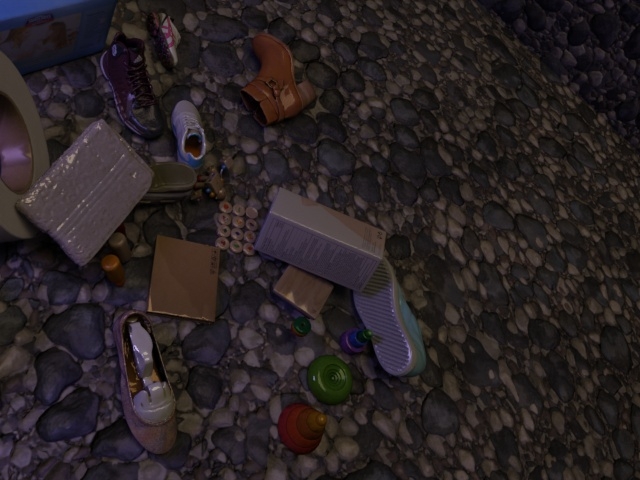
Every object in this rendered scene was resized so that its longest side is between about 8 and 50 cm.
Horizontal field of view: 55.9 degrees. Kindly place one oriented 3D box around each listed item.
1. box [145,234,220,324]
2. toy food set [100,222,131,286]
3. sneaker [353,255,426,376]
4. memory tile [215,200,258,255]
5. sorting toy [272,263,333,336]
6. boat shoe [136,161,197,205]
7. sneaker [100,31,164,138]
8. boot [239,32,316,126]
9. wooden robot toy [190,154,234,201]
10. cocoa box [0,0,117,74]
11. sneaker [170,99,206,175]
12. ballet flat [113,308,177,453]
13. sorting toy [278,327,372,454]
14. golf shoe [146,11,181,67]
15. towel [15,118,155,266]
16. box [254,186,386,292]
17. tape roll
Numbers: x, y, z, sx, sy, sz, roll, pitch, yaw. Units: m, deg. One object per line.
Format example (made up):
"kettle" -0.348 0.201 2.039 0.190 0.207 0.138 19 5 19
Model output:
"box" -0.328 0.093 1.457 0.164 0.021 0.201 13 60 -24
"toy food set" -0.508 -0.008 1.379 0.232 0.104 0.111 39 64 16
"sneaker" 0.193 0.208 1.663 0.150 0.135 0.366 30 41 -52
"memory tile" -0.219 -0.032 1.594 0.113 0.012 0.148 14 59 -24
"sorting toy" -0.047 0.129 1.580 0.132 0.046 0.274 35 43 -3
"boat shoe" -0.456 -0.132 1.447 0.302 0.103 0.113 3 56 -28
"sneaker" -0.476 -0.410 1.547 0.106 0.162 0.281 -25 79 -37
"boot" -0.169 -0.483 1.820 0.220 0.109 0.283 -37 94 -34
"wooden robot toy" -0.280 -0.144 1.600 0.079 0.076 0.173 60 42 -37
"cocoa box" -0.708 -0.567 1.449 0.347 0.231 0.228 -35 86 -38
"sneaker" -0.343 -0.284 1.604 0.087 0.092 0.228 1 64 -29
"ballet flat" -0.370 0.291 1.273 0.107 0.106 0.316 -13 72 -35
"sorting toy" 0.037 0.346 1.474 0.127 0.126 0.365 41 53 -6
"golf shoe" -0.431 -0.575 1.722 0.086 0.067 0.186 -8 69 -35
"towel" -0.488 -0.107 1.281 0.187 0.049 0.282 52 50 -29
"box" 0.000 0.000 1.578 0.311 0.148 0.121 24 39 -7
"tape roll" -0.647 -0.187 1.199 0.072 0.392 0.392 -8 67 -4
